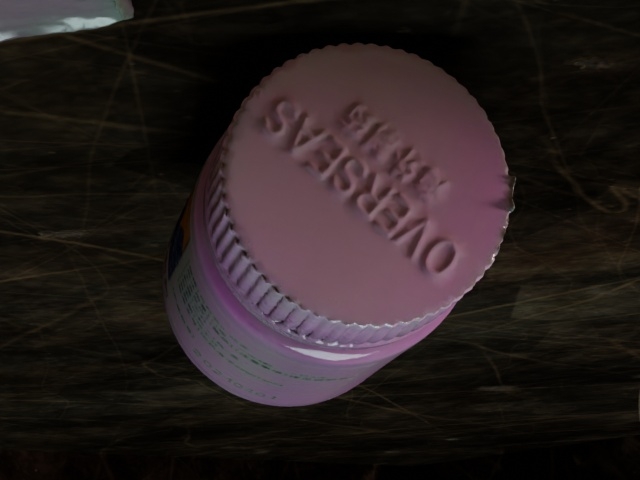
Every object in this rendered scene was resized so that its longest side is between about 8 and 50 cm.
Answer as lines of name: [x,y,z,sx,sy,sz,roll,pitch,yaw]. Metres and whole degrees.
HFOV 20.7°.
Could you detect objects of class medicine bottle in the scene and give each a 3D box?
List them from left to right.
medicine bottle: [0.000,0.000,1.105,0.178,0.178,0.290,-1,167,-11]

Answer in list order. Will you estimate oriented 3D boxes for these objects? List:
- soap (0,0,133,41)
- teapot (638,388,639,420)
soap: [-0.184,-0.144,0.626,0.181,0.081,0.259,-6,166,7]
teapot: [0.520,0.149,1.683,0.424,0.280,0.252,-5,166,12]
